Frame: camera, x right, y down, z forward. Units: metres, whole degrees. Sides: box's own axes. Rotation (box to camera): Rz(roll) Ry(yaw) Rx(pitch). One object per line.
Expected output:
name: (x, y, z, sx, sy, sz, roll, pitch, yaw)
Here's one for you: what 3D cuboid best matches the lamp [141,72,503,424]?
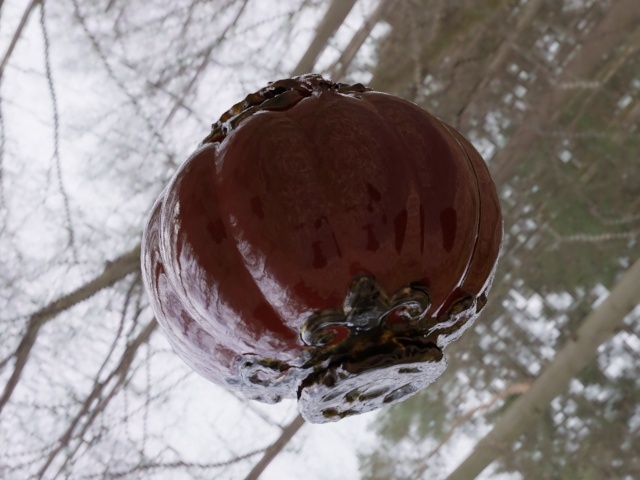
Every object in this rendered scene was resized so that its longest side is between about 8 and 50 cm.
lamp: (0.000, 0.000, 0.832, 0.227, 0.227, 0.227, 19, -137, -19)
